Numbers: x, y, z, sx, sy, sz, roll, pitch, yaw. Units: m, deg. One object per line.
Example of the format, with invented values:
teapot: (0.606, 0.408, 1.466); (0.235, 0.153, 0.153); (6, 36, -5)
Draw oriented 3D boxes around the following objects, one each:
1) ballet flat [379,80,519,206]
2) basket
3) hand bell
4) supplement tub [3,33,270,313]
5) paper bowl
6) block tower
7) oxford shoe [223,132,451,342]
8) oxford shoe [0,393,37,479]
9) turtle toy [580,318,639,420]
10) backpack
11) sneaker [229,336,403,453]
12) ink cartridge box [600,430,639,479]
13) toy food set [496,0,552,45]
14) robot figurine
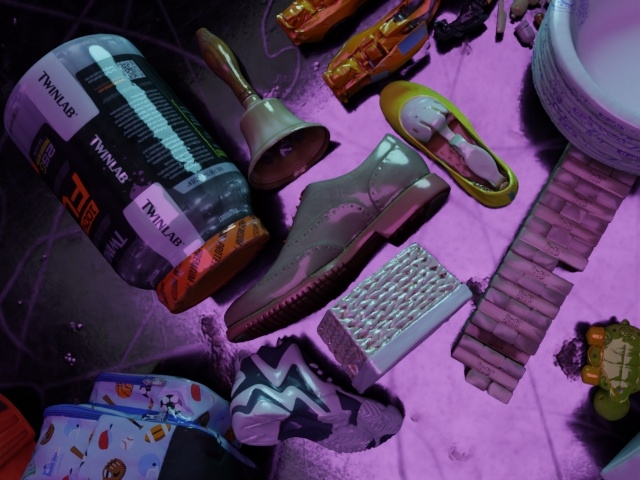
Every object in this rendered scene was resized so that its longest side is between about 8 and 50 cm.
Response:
ballet flat: (0.168, -0.134, 1.061); (0.231, 0.077, 0.077); (44, 96, 9)
basket: (0.087, 0.095, 1.022); (0.167, 0.113, 0.103); (-37, 78, -22)
hand bell: (-0.103, -0.200, 1.113); (0.126, 0.126, 0.242); (-37, 69, 6)
supplement tub: (-0.232, -0.083, 1.061); (0.207, 0.207, 0.338); (-41, 82, 6)
paper bowl: (0.394, -0.206, 0.966); (0.284, 0.148, 0.284); (1, 69, -2)
block tower: (0.276, 0.035, 1.029); (0.091, 0.097, 0.335); (29, 91, 9)
oxford shoe: (0.000, 0.000, 1.073); (0.348, 0.123, 0.130); (-38, 76, -3)
oxford shoe: (-0.411, 0.374, 1.136); (0.132, 0.130, 0.364); (-34, 89, 39)
turtle toy: (0.373, 0.162, 1.021); (0.095, 0.066, 0.130); (9, 90, 9)
backpack: (-0.229, 0.279, 1.027); (0.263, 0.276, 0.213); (-3, 57, 16)
sneaker: (-0.011, 0.191, 1.073); (0.235, 0.153, 0.094); (4, 133, -19)
ink cartridge box: (0.469, 0.313, 0.905); (0.114, 0.197, 0.273); (-47, 70, 38)
toy food set: (0.295, -0.295, 1.078); (0.122, 0.019, 0.078); (5, 89, 2)
robot figurine: (0.097, -0.328, 1.077); (0.291, 0.085, 0.211); (-39, 83, 6)
